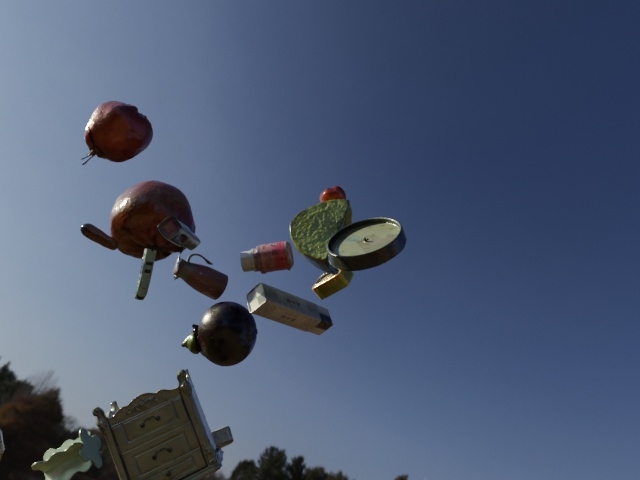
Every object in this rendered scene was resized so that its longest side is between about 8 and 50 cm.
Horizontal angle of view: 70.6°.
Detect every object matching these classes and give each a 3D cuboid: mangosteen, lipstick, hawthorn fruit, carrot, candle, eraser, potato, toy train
[{"bbox_3d":[-0.481,0.446,2.178,0.360,0.306,0.306,-3,-39,18],"label":"mangosteen"},{"bbox_3d":[-0.541,-0.021,1.756,0.077,0.079,0.253,47,-7,10],"label":"lipstick"},{"bbox_3d":[-0.753,-0.372,1.639,0.211,0.299,0.211,28,-23,14],"label":"hawthorn fruit"},{"bbox_3d":[-0.935,-0.012,1.916,0.186,0.060,0.060,30,-33,9],"label":"carrot"},{"bbox_3d":[-0.455,0.876,1.996,0.168,0.068,0.192,-37,-27,24],"label":"candle"},{"bbox_3d":[-0.117,0.289,1.856,0.096,0.098,0.404,-42,-44,21],"label":"eraser"},{"bbox_3d":[-0.788,-0.115,2.146,0.403,0.402,0.402,13,-34,9],"label":"hawthorn fruit"},{"bbox_3d":[0.000,0.000,1.980,0.213,0.330,0.280,14,-31,16],"label":"potato"},{"bbox_3d":[-0.706,0.138,1.824,0.043,0.207,0.047,16,-10,-36],"label":"toy train"},{"bbox_3d":[0.057,-0.187,2.079,0.125,0.140,0.125,15,-17,5],"label":"hawthorn fruit"}]

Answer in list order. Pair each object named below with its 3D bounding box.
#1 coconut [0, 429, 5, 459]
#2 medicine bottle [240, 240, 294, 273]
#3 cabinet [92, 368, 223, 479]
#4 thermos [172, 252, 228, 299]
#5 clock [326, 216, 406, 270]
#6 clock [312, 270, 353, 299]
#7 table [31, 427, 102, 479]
[{"bbox_3d":[-1.144,0.672,1.348,0.345,0.415,0.415,-8,-39,7],"label":"coconut"},{"bbox_3d":[-0.260,0.087,2.207,0.247,0.147,0.147,-8,-37,1],"label":"medicine bottle"},{"bbox_3d":[-0.500,0.610,1.429,0.290,0.317,0.227,-21,-8,-14],"label":"cabinet"},{"bbox_3d":[-0.614,0.173,2.308,0.265,0.176,0.146,35,-10,-30],"label":"thermos"},{"bbox_3d":[0.153,0.006,1.557,0.281,0.280,0.055,-4,-61,30],"label":"clock"},{"bbox_3d":[0.065,0.214,2.372,0.202,0.143,0.096,-34,-78,30],"label":"clock"},{"bbox_3d":[-0.972,0.845,1.738,0.198,0.166,0.166,-27,-41,-5],"label":"table"}]
